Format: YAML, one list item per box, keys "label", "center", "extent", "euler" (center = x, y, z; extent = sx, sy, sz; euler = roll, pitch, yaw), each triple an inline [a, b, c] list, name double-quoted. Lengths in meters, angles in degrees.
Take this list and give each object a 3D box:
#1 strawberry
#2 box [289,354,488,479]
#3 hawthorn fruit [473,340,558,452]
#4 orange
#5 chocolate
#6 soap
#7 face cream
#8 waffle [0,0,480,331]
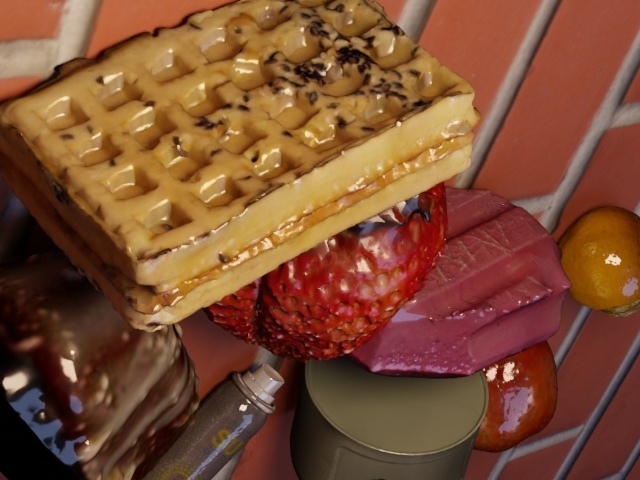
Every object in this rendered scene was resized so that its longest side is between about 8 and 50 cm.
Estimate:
- label: "strawberry"
  center: [0.000, 0.000, 1.713]
  extent: [0.238, 0.250, 0.288]
  euler: [-49, 155, -45]
- label: "box"
  center: [0.081, 0.221, 2.068]
  extent: [0.226, 0.226, 0.149]
  euler: [-21, 142, -30]
- label: "hawthorn fruit"
  center: [0.230, 0.176, 2.238]
  extent: [0.179, 0.179, 0.200]
  euler: [-20, 129, -32]
- label: "orange"
  center: [0.385, 0.030, 2.256]
  extent: [0.134, 0.157, 0.156]
  euler: [-4, 151, 16]
- label: "chocolate"
  center: [-0.233, 0.128, 1.639]
  extent: [0.210, 0.225, 0.340]
  euler: [-45, 152, -21]
- label: "soap"
  center: [0.143, 0.046, 1.947]
  extent: [0.324, 0.220, 0.127]
  euler: [-22, 147, -43]
- label: "face cream"
  center: [-0.153, 0.257, 2.001]
  extent: [0.283, 0.073, 0.073]
  euler: [-46, 148, 6]
- label: "waffle"
  center: [-0.070, -0.092, 1.505]
  extent: [0.376, 0.261, 0.114]
  euler: [-27, 139, -25]
